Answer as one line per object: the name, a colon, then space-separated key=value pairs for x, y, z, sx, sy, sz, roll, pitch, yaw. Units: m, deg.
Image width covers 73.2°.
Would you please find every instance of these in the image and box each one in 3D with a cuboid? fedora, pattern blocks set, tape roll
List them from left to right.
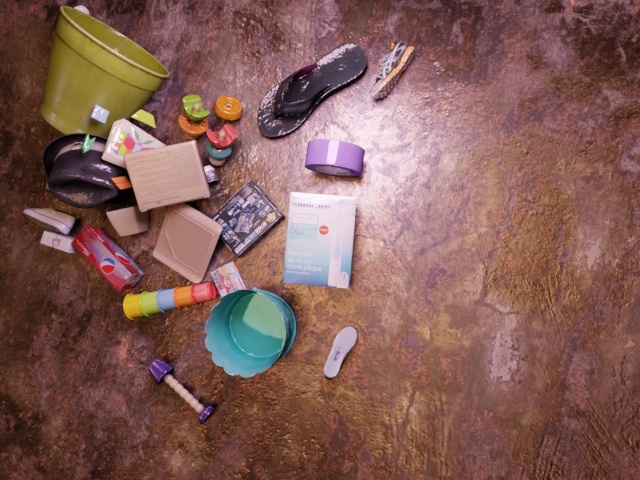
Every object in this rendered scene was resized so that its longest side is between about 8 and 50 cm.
fedora: x=-0.801 y=-0.206 z=1.490 sx=0.334 sy=0.334 sz=0.152 roll=-12 pitch=42 yaw=10
pattern blocks set: x=-0.634 y=-0.308 z=1.474 sx=0.026 sy=0.324 sz=0.285 roll=2 pitch=83 yaw=45
tape roll: x=0.046 y=-0.264 z=1.396 sx=0.189 sy=0.189 sz=0.080 roll=9 pitch=89 yaw=11

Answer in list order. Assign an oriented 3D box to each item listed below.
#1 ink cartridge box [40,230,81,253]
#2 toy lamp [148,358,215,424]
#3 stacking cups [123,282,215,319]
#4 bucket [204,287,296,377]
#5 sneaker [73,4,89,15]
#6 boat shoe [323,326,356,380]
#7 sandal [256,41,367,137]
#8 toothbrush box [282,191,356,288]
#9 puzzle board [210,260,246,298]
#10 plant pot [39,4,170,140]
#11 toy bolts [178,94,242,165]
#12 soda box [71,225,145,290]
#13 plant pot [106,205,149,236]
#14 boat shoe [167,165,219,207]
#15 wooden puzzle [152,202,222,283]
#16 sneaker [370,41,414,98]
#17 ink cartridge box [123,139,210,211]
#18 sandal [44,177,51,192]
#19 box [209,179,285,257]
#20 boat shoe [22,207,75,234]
ink cartridge box: x=-0.962 y=0.008 z=1.618 sx=0.122 sy=0.088 sz=0.052 roll=18 pitch=88 yaw=10
toy lamp: x=-0.493 y=0.525 z=1.516 sx=0.274 sy=0.080 sz=0.080 roll=37 pitch=94 yaw=8
stacking cups: x=-0.531 y=0.216 z=1.535 sx=0.316 sy=0.096 sz=0.096 roll=-9 pitch=86 yaw=7
bucket: x=-0.220 y=0.291 z=1.421 sx=0.281 sy=0.183 sz=0.281 roll=0 pitch=89 yaw=10
sneaker: x=-0.914 y=-0.774 z=1.655 sx=0.115 sy=0.090 sz=0.232 roll=20 pitch=100 yaw=4
boat shoe: x=0.060 y=0.375 z=1.432 sx=0.065 sy=0.083 sz=0.183 roll=28 pitch=66 yaw=10
sandal: x=-0.048 y=-0.526 z=1.466 sx=0.445 sy=0.107 sz=0.168 roll=-37 pitch=82 yaw=7
toothbrush box: x=0.000 y=0.000 z=1.412 sx=0.216 sy=0.126 sz=0.296 roll=6 pitch=87 yaw=2
puzzle board: x=-0.327 y=0.150 z=1.535 sx=0.096 sy=0.011 sz=0.128 roll=-27 pitch=84 yaw=8
plant pot: x=-0.781 y=-0.537 z=1.502 sx=0.366 sy=0.366 sz=0.353 roll=40 pitch=106 yaw=10
toy bolts: x=-0.370 y=-0.384 z=1.532 sx=0.218 sy=0.158 sz=0.228 roll=-20 pitch=70 yaw=-31
soda box: x=-0.777 y=0.064 z=1.580 sx=0.263 sy=0.092 sz=0.083 roll=42 pitch=96 yaw=9
plant pot: x=-0.690 y=-0.071 z=1.570 sx=0.109 sy=0.109 sz=0.096 roll=-10 pitch=99 yaw=10
boat shoe: x=-0.464 y=-0.176 z=1.546 sx=0.228 sy=0.080 sz=0.076 roll=-33 pitch=81 yaw=0
wooden puzzle: x=-0.473 y=0.002 z=1.534 sx=0.221 sy=0.044 sz=0.239 roll=30 pitch=107 yaw=10
sneaker: x=0.225 y=-0.566 z=1.436 sx=0.083 sy=0.084 sz=0.215 roll=34 pitch=84 yaw=12
ink cartridge box: x=-0.507 y=-0.219 z=1.445 sx=0.234 sy=0.088 sz=0.193 roll=-13 pitch=105 yaw=-8
sandal: x=-0.944 y=-0.226 z=1.643 sx=0.254 sy=0.054 sz=0.097 roll=-1 pitch=87 yaw=10
box: x=-0.263 y=-0.074 z=1.513 sx=0.220 sy=0.051 sz=0.175 roll=-43 pitch=81 yaw=6
boat shoe: x=-1.030 y=-0.086 z=1.650 sx=0.226 sy=0.083 sz=0.076 roll=21 pitch=60 yaw=16
